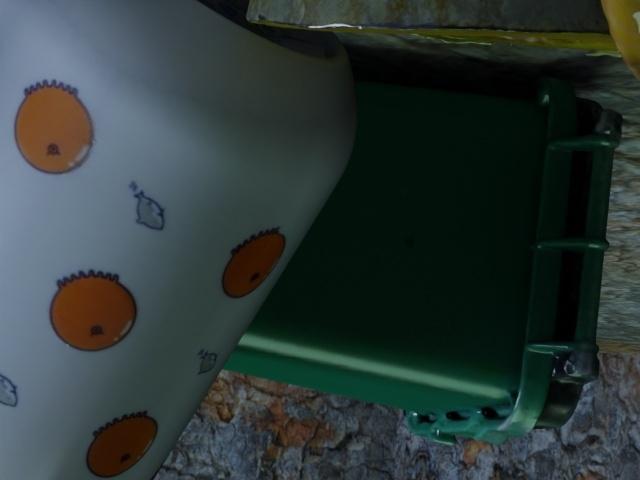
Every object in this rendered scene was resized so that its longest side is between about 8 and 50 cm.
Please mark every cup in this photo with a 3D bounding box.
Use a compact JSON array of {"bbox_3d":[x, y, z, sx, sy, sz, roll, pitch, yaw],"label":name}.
[{"bbox_3d":[-0.128,-0.004,0.831,0.212,0.317,0.212,30,-161,-12],"label":"cup"}]

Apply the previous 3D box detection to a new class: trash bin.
[{"bbox_3d":[0.000,0.000,1.092,0.381,0.259,0.295,9,170,-13],"label":"trash bin"}]

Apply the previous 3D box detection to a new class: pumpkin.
[{"bbox_3d":[0.072,-0.137,0.705,0.217,0.110,0.217,-2,-177,0],"label":"pumpkin"}]

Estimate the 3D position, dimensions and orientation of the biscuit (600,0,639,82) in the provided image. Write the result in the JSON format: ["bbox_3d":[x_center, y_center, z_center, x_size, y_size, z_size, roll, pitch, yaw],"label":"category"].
[{"bbox_3d":[0.197,-0.119,0.570,0.203,0.041,0.260,-15,142,-12],"label":"biscuit"}]
